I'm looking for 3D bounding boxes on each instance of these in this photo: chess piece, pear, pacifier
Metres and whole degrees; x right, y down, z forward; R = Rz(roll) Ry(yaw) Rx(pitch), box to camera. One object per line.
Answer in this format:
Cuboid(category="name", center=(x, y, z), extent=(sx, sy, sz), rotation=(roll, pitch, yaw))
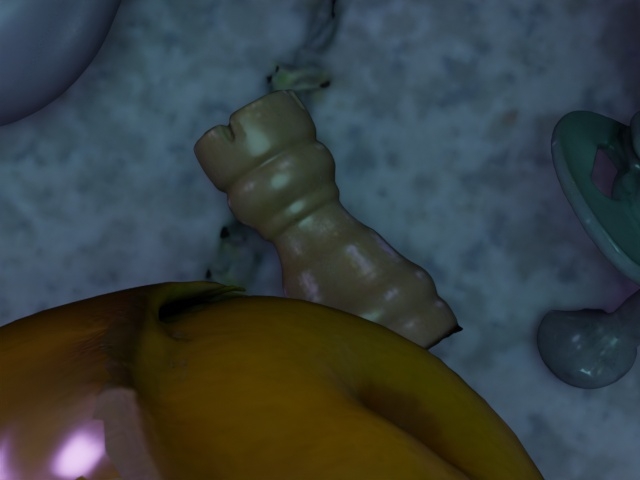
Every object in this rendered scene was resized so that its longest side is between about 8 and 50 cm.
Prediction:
Cuboid(category="chess piece", center=(0.000, 0.000, 0.570), extent=(0.066, 0.066, 0.122), rotation=(-30, 86, -2))
Cuboid(category="pear", center=(-0.062, 0.176, 0.462), extent=(0.285, 0.285, 0.336), rotation=(23, 92, -3))
Cuboid(category="pacifier", center=(0.136, 0.014, 0.569), extent=(0.150, 0.127, 0.116), rotation=(36, 126, -12))

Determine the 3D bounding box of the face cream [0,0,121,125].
Cuboid(category="face cream", center=(-0.150, -0.132, 0.550), extent=(0.163, 0.080, 0.337), rotation=(21, 89, -2))
